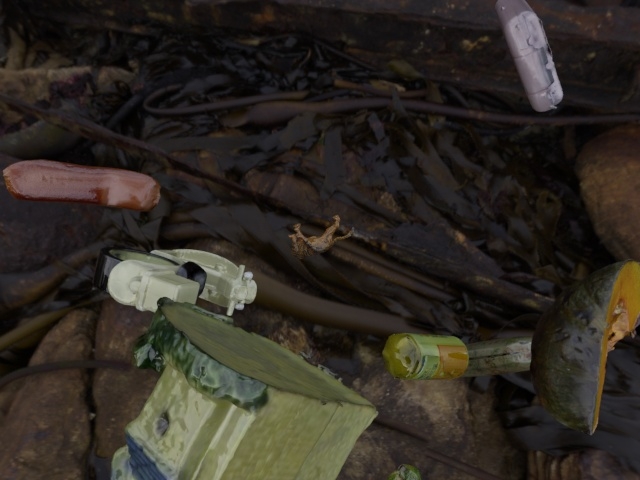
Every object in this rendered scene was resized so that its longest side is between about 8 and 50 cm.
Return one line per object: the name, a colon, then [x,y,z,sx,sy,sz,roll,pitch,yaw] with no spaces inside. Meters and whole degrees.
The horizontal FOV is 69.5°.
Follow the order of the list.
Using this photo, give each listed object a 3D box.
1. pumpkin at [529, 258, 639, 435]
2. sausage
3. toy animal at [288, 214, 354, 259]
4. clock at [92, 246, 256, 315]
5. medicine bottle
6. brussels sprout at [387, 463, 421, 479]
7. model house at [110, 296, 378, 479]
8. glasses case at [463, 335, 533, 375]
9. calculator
pumpkin: [0.422,0.134,0.766,0.312,0.148,0.169,-44,119,-35]
sausage: [-0.503,-0.117,0.992,0.300,0.083,0.089,5,88,-26]
toy animal: [-0.005,0.004,1.421,0.114,0.255,0.116,-44,116,-46]
clock: [-0.305,0.086,1.028,0.276,0.379,0.120,18,96,19]
medicine bottle: [0.269,0.301,1.191,0.239,0.124,0.124,11,61,-38]
brussels sprout: [0.188,0.543,1.055,0.083,0.046,0.051,-26,42,27]
model house: [-0.128,0.253,0.587,0.261,0.321,0.266,20,81,41]
glasses case: [0.483,0.348,1.360,0.157,0.425,0.098,4,70,-22]
calculator: [0.218,-0.203,0.487,0.032,0.100,0.175,-20,27,27]
